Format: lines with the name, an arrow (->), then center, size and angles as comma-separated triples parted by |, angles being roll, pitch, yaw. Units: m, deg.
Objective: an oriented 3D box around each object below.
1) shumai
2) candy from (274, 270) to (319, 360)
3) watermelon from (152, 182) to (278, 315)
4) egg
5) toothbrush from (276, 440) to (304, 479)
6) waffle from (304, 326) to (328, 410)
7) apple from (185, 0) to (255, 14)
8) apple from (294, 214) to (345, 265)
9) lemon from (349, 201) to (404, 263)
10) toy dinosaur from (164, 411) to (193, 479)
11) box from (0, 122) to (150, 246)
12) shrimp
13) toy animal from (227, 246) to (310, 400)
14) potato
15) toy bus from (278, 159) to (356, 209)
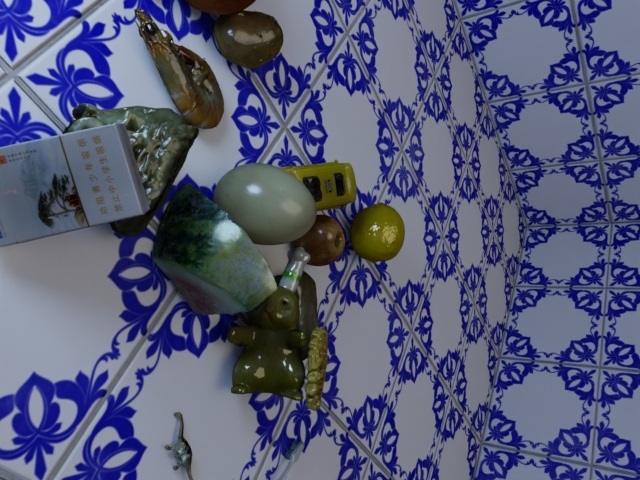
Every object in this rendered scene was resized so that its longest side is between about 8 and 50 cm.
shumai -> -0.365, -0.149, 0.943 | 0.218, 0.189, 0.256 | 30, 69, -25
candy -> -0.067, 0.201, 1.356 | 0.104, 0.102, 0.234 | -11, 100, -54
watermelon -> -0.218, 0.031, 1.105 | 0.310, 0.232, 0.193 | 34, 51, 6
egg -> -0.128, -0.081, 1.184 | 0.186, 0.241, 0.186 | 16, 90, -86
toothbrush -> -0.147, 0.661, 1.274 | 0.386, 0.040, 0.040 | -50, 127, -42
waffle -> -0.008, 0.300, 1.228 | 0.149, 0.051, 0.194 | 90, 2, -48
apple -> -0.228, -0.629, 1.096 | 0.272, 0.206, 0.252 | 64, 27, -26
apple -> 0.000, 0.000, 1.427 | 0.146, 0.130, 0.147 | -11, 105, -50
lemon -> 0.182, -0.027, 1.646 | 0.178, 0.178, 0.203 | 22, 72, -51
toy dinosaur -> -0.294, 0.458, 1.086 | 0.058, 0.037, 0.181 | -19, 102, -48
box -> -0.410, -0.089, 0.813 | 0.067, 0.232, 0.150 | -123, -159, -77
shrimp -> -0.294, -0.376, 1.111 | 0.287, 0.062, 0.152 | 62, 41, -35
toy animal -> -0.118, 0.198, 1.214 | 0.180, 0.180, 0.364 | -65, 158, -87
potato -> -0.175, -0.485, 1.233 | 0.175, 0.137, 0.137 | -6, 93, -33
toy bus -> -0.010, -0.143, 1.411 | 0.331, 0.151, 0.145 | -17, 100, -52
